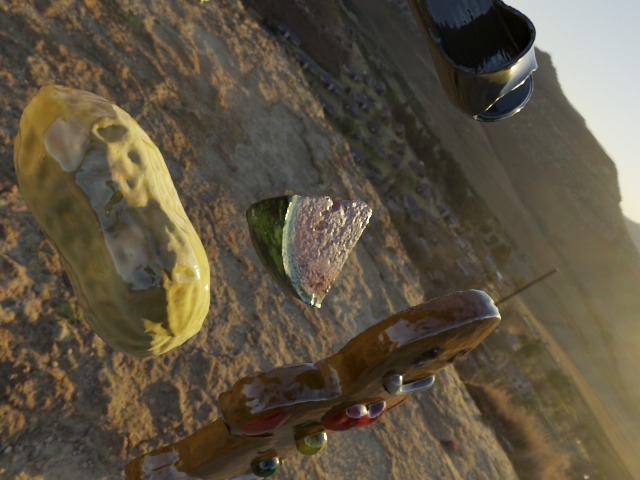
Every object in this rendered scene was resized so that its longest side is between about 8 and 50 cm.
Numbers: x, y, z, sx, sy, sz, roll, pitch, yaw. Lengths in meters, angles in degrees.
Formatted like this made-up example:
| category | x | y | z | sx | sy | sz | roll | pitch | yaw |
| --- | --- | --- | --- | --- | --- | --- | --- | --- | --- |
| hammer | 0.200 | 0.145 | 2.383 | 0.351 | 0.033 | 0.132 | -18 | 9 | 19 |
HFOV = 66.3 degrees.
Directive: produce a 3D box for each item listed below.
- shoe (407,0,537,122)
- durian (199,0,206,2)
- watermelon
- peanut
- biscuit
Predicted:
| category | x | y | z | sx | sy | sz | roll | pitch | yaw |
| --- | --- | --- | --- | --- | --- | --- | --- | --- | --- |
| shoe | 0.191 | -0.227 | 0.573 | 0.241 | 0.108 | 0.093 | 45 | 5 | -34 |
| durian | -0.003 | -0.212 | 0.217 | 0.166 | 0.306 | 0.172 | 12 | 80 | -42 |
| watermelon | -0.014 | 0.012 | 0.755 | 0.208 | 0.202 | 0.136 | 64 | 15 | -16 |
| peanut | -0.210 | -0.009 | 0.523 | 0.152 | 0.152 | 0.313 | -66 | 145 | -62 |
| biscuit | -0.003 | 0.183 | 0.511 | 0.283 | 0.432 | 0.064 | 18 | 42 | -52 |
